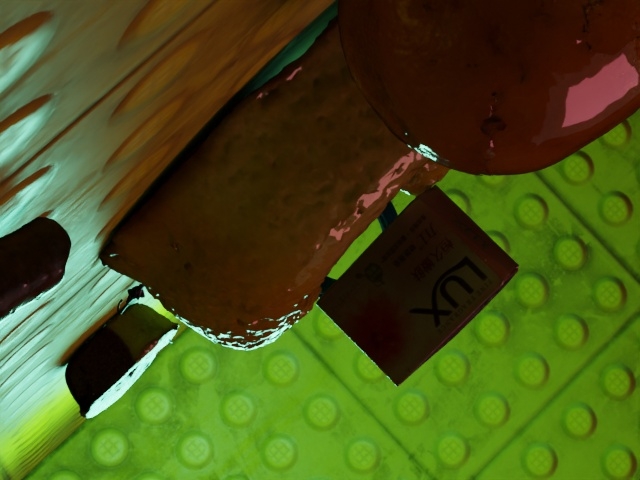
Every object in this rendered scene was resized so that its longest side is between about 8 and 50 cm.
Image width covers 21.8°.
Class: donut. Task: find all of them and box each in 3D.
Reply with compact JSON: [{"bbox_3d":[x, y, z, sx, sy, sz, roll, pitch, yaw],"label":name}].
[{"bbox_3d":[-0.258,0.148,2.113,0.166,0.073,0.184,-42,177,-13],"label":"donut"},{"bbox_3d":[0.019,-0.078,1.482,0.435,0.163,0.377,-42,177,-14],"label":"donut"}]

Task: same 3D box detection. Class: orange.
[{"bbox_3d":[0.129,-0.161,1.124,0.240,0.240,0.240,-43,178,-2],"label":"orange"}]

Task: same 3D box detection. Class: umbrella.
[{"bbox_3d":[-0.199,0.046,1.898,0.149,0.022,0.022,-45,-140,44],"label":"umbrella"}]

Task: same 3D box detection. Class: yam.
[{"bbox_3d":[-0.229,0.058,0.951,0.241,0.057,0.057,-41,177,-43],"label":"yam"}]

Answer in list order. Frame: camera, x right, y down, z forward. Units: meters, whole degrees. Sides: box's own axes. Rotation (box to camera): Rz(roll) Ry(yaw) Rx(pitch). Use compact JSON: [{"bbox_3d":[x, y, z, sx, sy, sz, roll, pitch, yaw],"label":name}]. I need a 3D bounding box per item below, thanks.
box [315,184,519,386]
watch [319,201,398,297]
[{"bbox_3d":[0.084,0.040,1.452,0.156,0.111,0.060,-49,174,25],"label":"box"},{"bbox_3d":[0.006,-0.007,2.350,0.196,0.200,0.171,-48,180,24],"label":"watch"}]
